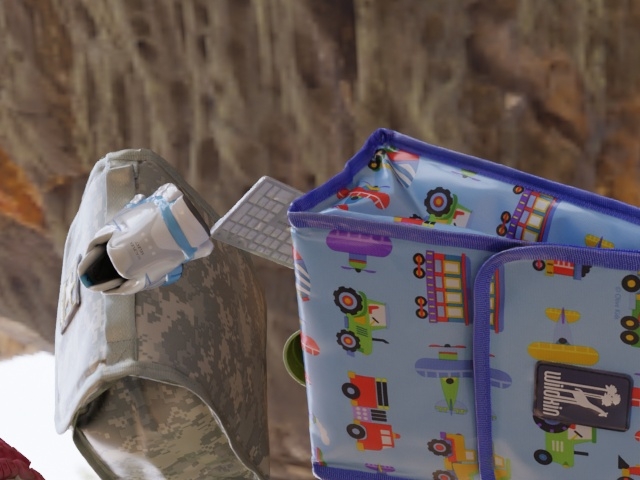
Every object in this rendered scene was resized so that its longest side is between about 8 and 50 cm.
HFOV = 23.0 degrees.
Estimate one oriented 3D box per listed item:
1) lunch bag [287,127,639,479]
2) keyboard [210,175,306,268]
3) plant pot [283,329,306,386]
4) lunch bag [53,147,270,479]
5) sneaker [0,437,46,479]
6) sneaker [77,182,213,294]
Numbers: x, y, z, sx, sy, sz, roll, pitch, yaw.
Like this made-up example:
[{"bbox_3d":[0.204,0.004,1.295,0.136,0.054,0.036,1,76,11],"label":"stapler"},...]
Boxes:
[{"bbox_3d":[0.142,0.071,1.048,0.138,0.293,0.221,-43,-43,-47],"label":"lunch bag"},{"bbox_3d":[0.000,0.000,1.399,0.256,0.072,0.014,23,-147,-54],"label":"keyboard"},{"bbox_3d":[0.006,0.112,1.762,0.079,0.083,0.083,-72,-36,-61],"label":"plant pot"},{"bbox_3d":[-0.151,0.084,1.428,0.287,0.169,0.235,68,-164,-55],"label":"lunch bag"},{"bbox_3d":[-0.195,0.237,0.764,0.121,0.112,0.299,31,-121,-59],"label":"sneaker"},{"bbox_3d":[-0.142,0.009,1.140,0.083,0.190,0.071,-31,-91,-18],"label":"sneaker"}]
